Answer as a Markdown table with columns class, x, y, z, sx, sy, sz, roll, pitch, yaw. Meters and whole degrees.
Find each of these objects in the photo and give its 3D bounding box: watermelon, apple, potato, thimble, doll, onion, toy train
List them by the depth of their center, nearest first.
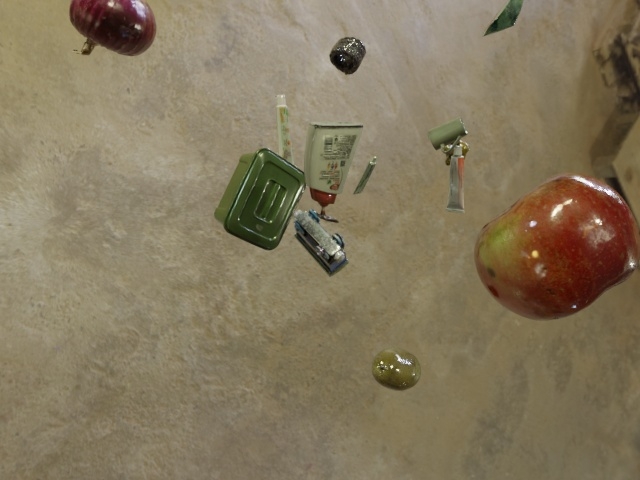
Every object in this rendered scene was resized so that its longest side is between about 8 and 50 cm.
| class | x | y | z | sx | sy | sz | roll | pitch | yaw |
| --- | --- | --- | --- | --- | --- | --- | --- | --- | --- |
| apple | 0.537 | 0.021 | 0.981 | 0.348 | 0.348 | 0.277 | -30 | 77 | -27 |
| thimble | 0.079 | -0.543 | 1.231 | 0.095 | 0.104 | 0.066 | 28 | 80 | -6 |
| onion | -0.654 | -0.702 | 1.344 | 0.256 | 0.230 | 0.272 | -8 | 128 | -29 |
| watermelon | 0.637 | -0.784 | 1.463 | 0.081 | 0.180 | 0.094 | 20 | 47 | -25 |
| potato | 0.275 | 0.480 | 1.580 | 0.251 | 0.174 | 0.159 | 27 | 56 | -57 |
| doll | 0.532 | -0.362 | 1.659 | 0.209 | 0.097 | 0.137 | -2 | 93 | -64 |
| toy train | 0.000 | 0.000 | 1.821 | 0.131 | 0.202 | 0.300 | -37 | 66 | -12 |

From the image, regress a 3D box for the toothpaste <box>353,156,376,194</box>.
| class | x | y | z | sx | sy | sz | roll | pitch | yaw |
| --- | --- | --- | --- | --- | --- | --- | --- | --- | --- |
| toothpaste | 0.182 | -0.257 | 1.693 | 0.048 | 0.197 | 0.029 | -15 | 57 | -33 |

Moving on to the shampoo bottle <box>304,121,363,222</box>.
| class | x | y | z | sx | sy | sz | roll | pitch | yaw |
| --- | --- | --- | --- | --- | --- | --- | --- | --- | --- |
| shampoo bottle | 0.025 | -0.181 | 1.162 | 0.153 | 0.071 | 0.284 | -5 | 120 | -25 |

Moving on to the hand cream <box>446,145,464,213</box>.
| class | x | y | z | sx | sy | sz | roll | pitch | yaw |
| --- | --- | --- | --- | --- | --- | --- | --- | --- | --- |
| hand cream | 0.433 | -0.191 | 1.338 | 0.038 | 0.052 | 0.216 | -13 | 114 | -19 |

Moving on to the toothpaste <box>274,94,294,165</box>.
| class | x | y | z | sx | sy | sz | roll | pitch | yaw |
| --- | --- | --- | --- | --- | --- | --- | --- | --- | --- |
| toothpaste | -0.155 | -0.455 | 1.799 | 0.058 | 0.056 | 0.314 | -3 | 101 | 5 |

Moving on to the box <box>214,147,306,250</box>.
| class | x | y | z | sx | sy | sz | roll | pitch | yaw |
| --- | --- | --- | --- | --- | --- | --- | --- | --- | --- |
| box | -0.232 | -0.155 | 1.562 | 0.253 | 0.178 | 0.329 | 29 | 82 | -42 |

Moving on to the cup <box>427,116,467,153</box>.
| class | x | y | z | sx | sy | sz | roll | pitch | yaw |
| --- | --- | --- | --- | --- | --- | --- | --- | --- | --- |
| cup | 0.313 | -0.259 | 1.038 | 0.054 | 0.083 | 0.075 | 49 | 34 | -32 |
